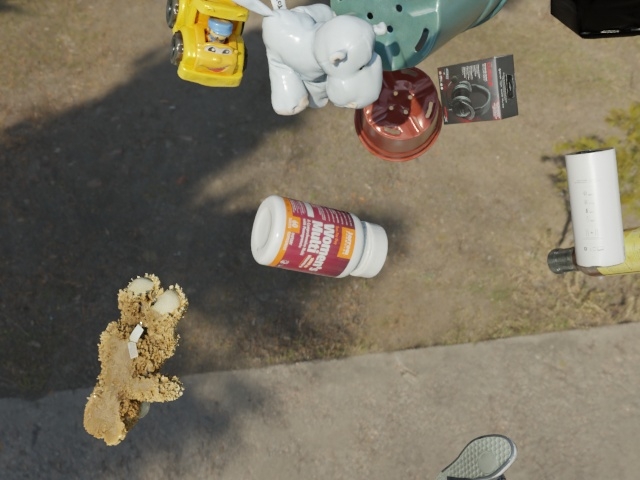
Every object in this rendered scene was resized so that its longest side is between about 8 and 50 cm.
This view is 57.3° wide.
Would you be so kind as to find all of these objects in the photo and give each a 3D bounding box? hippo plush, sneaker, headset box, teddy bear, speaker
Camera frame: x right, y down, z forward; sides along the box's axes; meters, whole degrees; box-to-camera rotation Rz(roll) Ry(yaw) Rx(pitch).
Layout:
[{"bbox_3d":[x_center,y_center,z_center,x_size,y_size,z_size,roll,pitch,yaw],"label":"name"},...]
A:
[{"bbox_3d":[0.025,-0.378,1.131,0.236,0.294,0.234,16,50,36],"label":"hippo plush"},{"bbox_3d":[0.368,0.488,1.256,0.163,0.226,0.086,16,39,-33],"label":"sneaker"},{"bbox_3d":[0.165,-0.155,0.605,0.032,0.062,0.083,-19,17,-33],"label":"headset box"},{"bbox_3d":[-0.364,0.235,1.187,0.245,0.113,0.338,0,80,25],"label":"teddy bear"},{"bbox_3d":[0.323,-0.040,0.689,0.055,0.136,0.055,-11,9,2],"label":"speaker"}]

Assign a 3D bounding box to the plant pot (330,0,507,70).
[{"bbox_3d":[0.210,-0.559,1.283,0.341,0.341,0.334,30,53,16],"label":"plant pot"}]

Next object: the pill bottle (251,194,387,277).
[{"bbox_3d":[0.000,0.000,1.030,0.221,0.121,0.121,11,42,-26],"label":"pill bottle"}]

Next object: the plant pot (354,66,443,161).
[{"bbox_3d":[0.226,-0.371,1.680,0.272,0.273,0.265,19,5,5],"label":"plant pot"}]

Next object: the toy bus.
[{"bbox_3d":[-0.194,-0.435,1.108,0.149,0.211,0.220,2,68,-27],"label":"toy bus"}]

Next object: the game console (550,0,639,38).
[{"bbox_3d":[0.424,-0.295,0.582,0.361,0.213,0.044,3,69,20],"label":"game console"}]

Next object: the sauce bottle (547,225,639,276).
[{"bbox_3d":[0.710,0.032,1.433,0.111,0.344,0.112,5,80,-28],"label":"sauce bottle"}]
